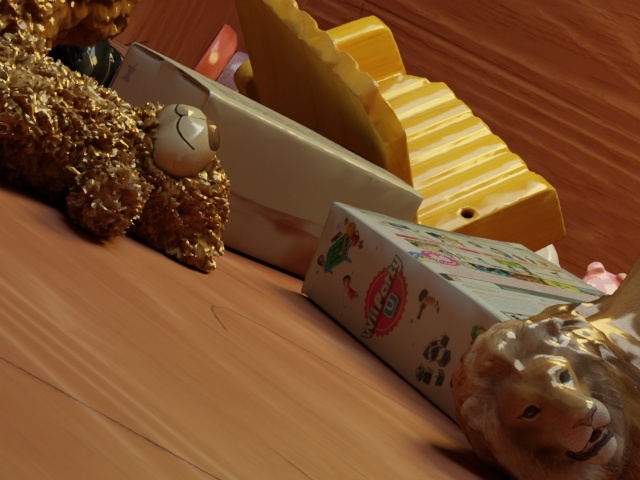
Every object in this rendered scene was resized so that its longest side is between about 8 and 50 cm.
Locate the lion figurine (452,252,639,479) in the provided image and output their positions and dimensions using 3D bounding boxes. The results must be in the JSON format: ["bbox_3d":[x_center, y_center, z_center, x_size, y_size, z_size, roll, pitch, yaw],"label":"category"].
[{"bbox_3d":[0.263,0.062,1.163,0.240,0.392,0.142,45,-34,-9],"label":"lion figurine"}]

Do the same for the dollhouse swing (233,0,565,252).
[{"bbox_3d":[0.094,-0.166,1.801,0.315,0.305,0.347,-23,53,-26],"label":"dollhouse swing"}]

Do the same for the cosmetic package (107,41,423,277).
[{"bbox_3d":[-0.065,-0.061,1.515,0.296,0.129,0.153,24,8,-41],"label":"cosmetic package"}]

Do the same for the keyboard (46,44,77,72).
[{"bbox_3d":[-0.319,-0.241,1.800,0.100,0.192,0.038,28,43,31],"label":"keyboard"}]

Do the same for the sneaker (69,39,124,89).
[{"bbox_3d":[-0.276,-0.214,2.014,0.124,0.107,0.283,33,4,-14],"label":"sneaker"}]

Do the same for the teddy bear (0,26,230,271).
[{"bbox_3d":[-0.204,-0.092,1.218,0.338,0.113,0.245,27,8,-16],"label":"teddy bear"}]

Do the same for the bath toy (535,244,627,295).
[{"bbox_3d":[0.366,0.117,2.047,0.348,0.151,0.129,28,-33,21],"label":"bath toy"}]

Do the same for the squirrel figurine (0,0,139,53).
[{"bbox_3d":[-0.383,-0.312,1.564,0.397,0.281,0.370,30,12,37],"label":"squirrel figurine"}]

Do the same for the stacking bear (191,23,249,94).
[{"bbox_3d":[-0.068,-0.155,2.262,0.289,0.175,0.164,35,3,-8],"label":"stacking bear"}]

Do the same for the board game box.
[{"bbox_3d":[0.154,0.074,1.345,0.224,0.097,0.303,12,14,-31],"label":"board game box"}]
